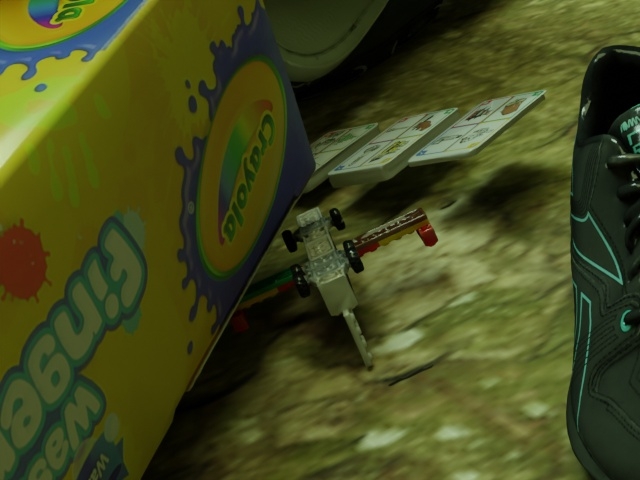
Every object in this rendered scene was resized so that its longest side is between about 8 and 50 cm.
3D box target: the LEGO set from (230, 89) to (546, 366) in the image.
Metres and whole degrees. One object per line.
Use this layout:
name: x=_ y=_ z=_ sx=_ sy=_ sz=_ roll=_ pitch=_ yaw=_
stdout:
LEGO set: x=0.000 y=0.000 z=0.730 sx=0.182 sy=0.060 sz=0.244 roll=-7 pitch=24 yaw=46

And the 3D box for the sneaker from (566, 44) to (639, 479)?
sneaker: x=0.137 y=0.009 z=0.537 sx=0.101 sy=0.106 sz=0.267 roll=-12 pitch=28 yaw=8

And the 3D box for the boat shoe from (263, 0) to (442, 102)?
boat shoe: x=0.027 y=-0.194 z=0.996 sx=0.113 sy=0.127 sz=0.340 roll=-47 pitch=5 yaw=49

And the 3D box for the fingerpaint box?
fingerpaint box: x=-0.255 y=0.039 z=0.579 sx=0.371 sy=0.163 sz=0.445 roll=-1 pitch=37 yaw=25
